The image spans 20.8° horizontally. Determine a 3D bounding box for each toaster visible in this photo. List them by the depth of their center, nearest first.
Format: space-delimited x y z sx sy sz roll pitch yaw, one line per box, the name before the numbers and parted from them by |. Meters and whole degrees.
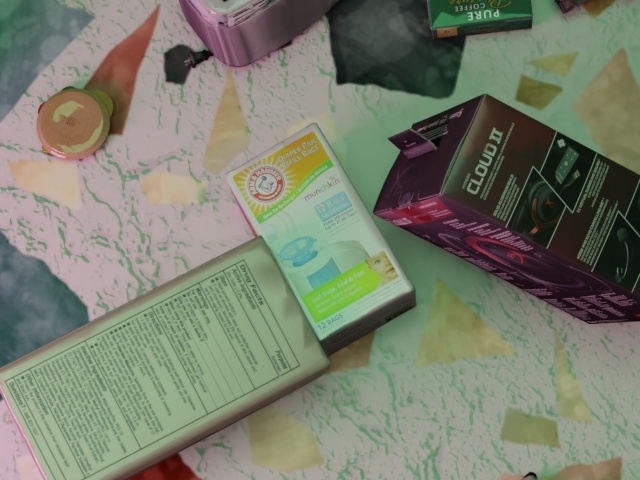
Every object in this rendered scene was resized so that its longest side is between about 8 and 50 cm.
toaster | -0.069 -0.281 1.828 0.227 0.146 0.129 -36 76 -3

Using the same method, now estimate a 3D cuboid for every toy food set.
toy food set | -0.267 -0.126 1.875 0.082 0.020 0.083 6 79 6

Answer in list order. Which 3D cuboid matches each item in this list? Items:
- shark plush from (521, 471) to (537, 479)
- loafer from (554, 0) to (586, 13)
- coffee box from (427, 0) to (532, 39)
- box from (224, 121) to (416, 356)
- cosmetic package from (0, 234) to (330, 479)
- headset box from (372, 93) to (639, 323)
shark plush | 0.205 0.306 1.726 0.067 0.073 0.161 43 78 -18
loafer | 0.325 -0.287 1.848 0.170 0.062 0.061 -12 99 6
coffee box | 0.163 -0.311 1.869 0.113 0.040 0.184 -8 77 3
box | 0.000 0.000 1.782 0.114 0.103 0.203 -29 77 -3
cosmetic package | -0.157 0.134 1.725 0.296 0.129 0.153 -26 82 -10
headset box | 0.198 -0.030 1.669 0.293 0.218 0.110 26 80 -11
